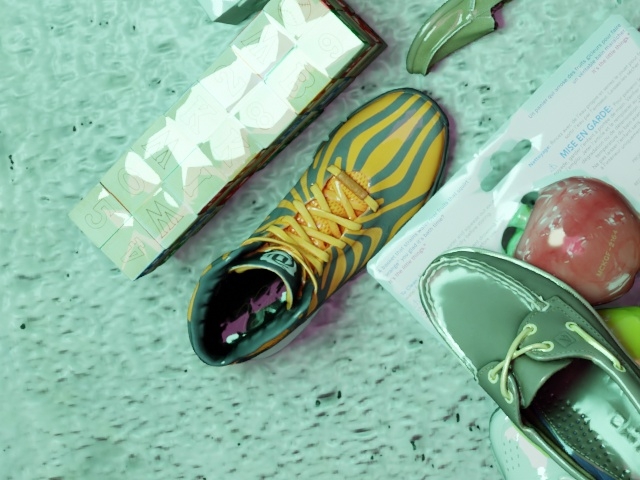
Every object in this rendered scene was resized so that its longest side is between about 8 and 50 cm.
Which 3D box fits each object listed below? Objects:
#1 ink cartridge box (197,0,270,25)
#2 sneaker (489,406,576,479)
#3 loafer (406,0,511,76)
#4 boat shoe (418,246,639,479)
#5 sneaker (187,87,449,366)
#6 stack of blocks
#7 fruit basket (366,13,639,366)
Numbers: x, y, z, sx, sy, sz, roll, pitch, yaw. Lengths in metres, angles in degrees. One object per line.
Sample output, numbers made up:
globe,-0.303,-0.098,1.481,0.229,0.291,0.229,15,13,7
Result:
ink cartridge box,-0.088,-0.302,1.671,0.127,0.128,0.176,-35,91,9
sneaker,0.257,0.269,1.677,0.111,0.129,0.297,-37,89,10
loafer,0.137,-0.204,1.686,0.050,0.056,0.148,42,99,9
boat shoe,0.201,0.119,1.522,0.324,0.097,0.116,44,104,18
sneaker,0.000,0.000,1.660,0.125,0.180,0.321,38,99,3
stack of blocks,-0.081,-0.104,1.667,0.087,0.171,0.297,45,100,2
fruit basket,0.277,0.032,1.642,0.353,0.165,0.327,44,93,8
